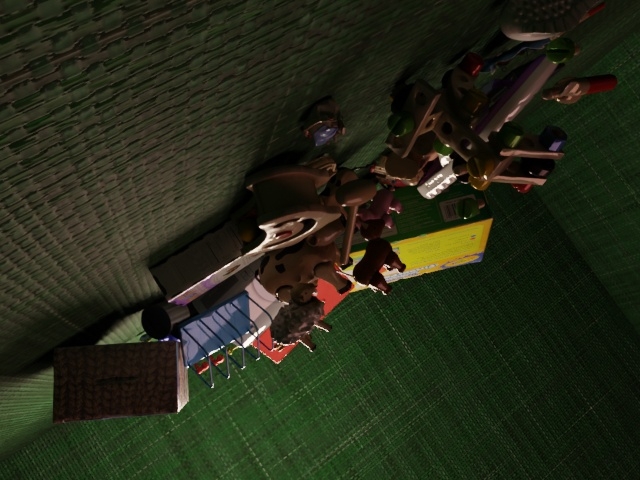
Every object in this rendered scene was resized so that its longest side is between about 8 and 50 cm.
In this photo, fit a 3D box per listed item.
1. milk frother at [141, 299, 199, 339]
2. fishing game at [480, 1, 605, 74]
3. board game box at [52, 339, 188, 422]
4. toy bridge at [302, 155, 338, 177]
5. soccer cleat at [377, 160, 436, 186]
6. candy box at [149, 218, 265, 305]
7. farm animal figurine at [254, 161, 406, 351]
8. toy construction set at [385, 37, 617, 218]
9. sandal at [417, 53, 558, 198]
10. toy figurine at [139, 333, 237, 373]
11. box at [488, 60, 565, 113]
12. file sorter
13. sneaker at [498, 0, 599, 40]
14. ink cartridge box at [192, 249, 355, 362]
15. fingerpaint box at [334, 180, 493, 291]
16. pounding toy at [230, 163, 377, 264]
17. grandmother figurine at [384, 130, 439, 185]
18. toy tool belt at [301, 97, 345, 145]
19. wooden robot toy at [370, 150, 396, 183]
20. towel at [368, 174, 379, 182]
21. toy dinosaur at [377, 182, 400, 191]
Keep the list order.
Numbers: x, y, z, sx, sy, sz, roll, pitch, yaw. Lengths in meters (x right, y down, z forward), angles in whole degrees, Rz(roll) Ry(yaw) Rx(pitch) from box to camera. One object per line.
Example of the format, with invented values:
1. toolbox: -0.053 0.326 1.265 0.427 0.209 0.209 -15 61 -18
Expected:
1. milk frother: -0.322 0.151 1.379 0.135 0.129 0.143 -24 126 -66
2. fishing game: 0.360 -0.333 1.046 0.189 0.041 0.264 -34 -169 -21
3. board game box: -0.411 0.294 1.262 0.232 0.141 0.291 -2 169 -10
4. toy bridge: -0.008 -0.125 1.049 0.063 0.026 0.188 -37 175 23
5. soccer cleat: 0.284 -0.235 1.626 0.116 0.108 0.318 -4 -156 48
6. candy box: -0.202 0.038 1.098 0.196 0.070 0.165 -33 175 -9
7. farm animal figurine: 0.000 0.000 1.126 0.327 0.172 0.330 -43 -153 14
8. toy construction set: 0.246 -0.181 0.893 0.237 0.257 0.309 -18 175 -40
9. sandal: 0.286 -0.217 1.142 0.169 0.102 0.416 -48 177 -37
10. toy figurine: -0.329 0.247 1.667 0.362 0.191 0.217 -27 165 -27
11. box: 0.545 -0.422 1.635 0.233 0.059 0.183 -31 173 -36
12. file sorter: -0.191 0.209 1.233 0.170 0.104 0.118 -28 136 -34
13. sneaker: 0.341 -0.346 0.894 0.235 0.090 0.095 -30 -177 -28
14. ink cartridge box: -0.077 0.149 1.439 0.308 0.091 0.385 -44 137 -3
15. fingerpaint box: 0.246 -0.014 1.720 0.445 0.163 0.371 -14 159 6
16. pounding toy: -0.046 -0.021 0.914 0.154 0.155 0.269 -9 166 -38
17. grandmother figurine: 0.258 -0.232 1.386 0.208 0.104 0.342 -52 170 25
18. toy tool belt: 0.004 -0.145 0.773 0.052 0.051 0.083 -32 175 -27
19. wooden robot toy: 0.171 -0.197 1.461 0.173 0.076 0.079 89 22 -84
20. towel: 0.080 -0.124 1.675 0.144 0.029 0.197 -28 171 -41
21. toy dinosaur: 0.305 -0.129 1.903 0.164 0.218 0.322 -17 127 -19
